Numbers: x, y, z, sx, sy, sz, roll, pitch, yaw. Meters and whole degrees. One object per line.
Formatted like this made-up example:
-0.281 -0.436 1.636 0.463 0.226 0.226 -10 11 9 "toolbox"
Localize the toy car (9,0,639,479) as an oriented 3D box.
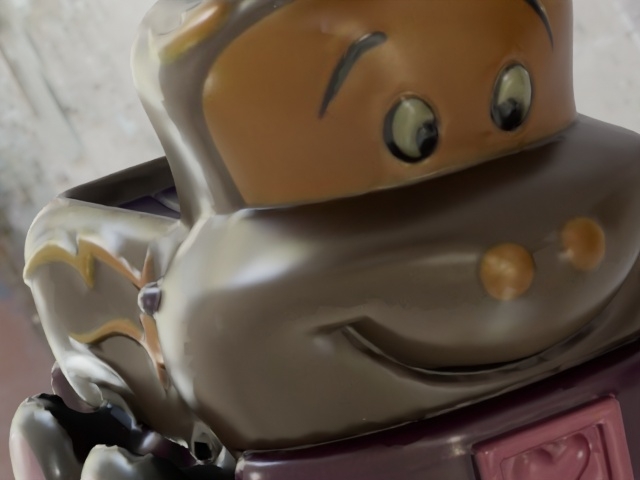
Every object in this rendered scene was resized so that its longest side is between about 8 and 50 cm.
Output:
0.000 0.000 0.791 0.341 0.271 0.240 8 113 64 "toy car"
